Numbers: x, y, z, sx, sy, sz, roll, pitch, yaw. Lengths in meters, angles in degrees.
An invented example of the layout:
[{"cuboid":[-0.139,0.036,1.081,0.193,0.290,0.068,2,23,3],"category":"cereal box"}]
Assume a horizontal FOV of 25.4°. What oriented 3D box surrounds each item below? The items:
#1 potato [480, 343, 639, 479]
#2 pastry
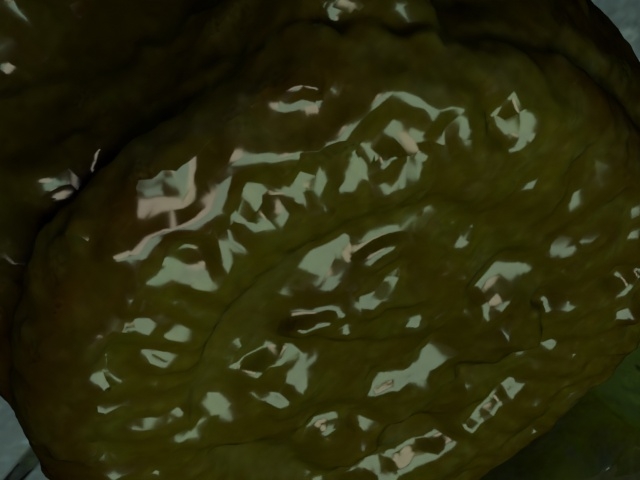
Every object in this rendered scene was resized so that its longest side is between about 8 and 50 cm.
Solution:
[{"cuboid":[0.136,0.106,0.710,0.298,0.141,0.176,-29,159,-19],"category":"potato"},{"cuboid":[0.000,0.000,0.469,0.240,0.132,0.235,-29,146,-9],"category":"pastry"}]
